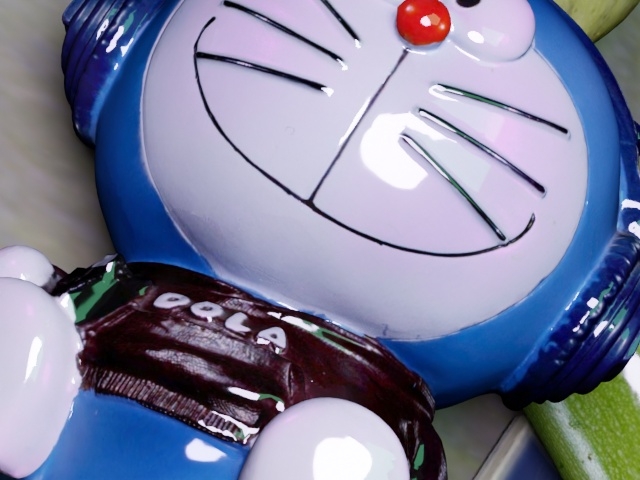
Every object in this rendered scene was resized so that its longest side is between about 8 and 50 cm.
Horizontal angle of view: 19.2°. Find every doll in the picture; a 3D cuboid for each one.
[{"bbox_3d":[0.000,0.000,0.806,0.284,0.240,0.310,25,72,4],"label":"doll"}]

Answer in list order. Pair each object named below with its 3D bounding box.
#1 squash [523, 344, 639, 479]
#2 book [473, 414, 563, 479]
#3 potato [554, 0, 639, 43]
[{"bbox_3d":[0.158,0.084,0.958,0.107,0.107,0.395,-19,74,-42],"label":"squash"},{"bbox_3d":[0.097,0.272,0.924,0.228,0.018,0.322,51,50,-14],"label":"book"},{"bbox_3d":[0.090,-0.185,0.983,0.197,0.149,0.228,28,44,26],"label":"potato"}]
